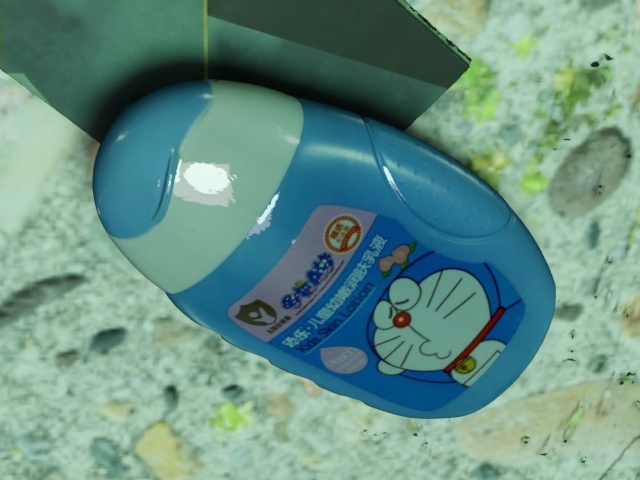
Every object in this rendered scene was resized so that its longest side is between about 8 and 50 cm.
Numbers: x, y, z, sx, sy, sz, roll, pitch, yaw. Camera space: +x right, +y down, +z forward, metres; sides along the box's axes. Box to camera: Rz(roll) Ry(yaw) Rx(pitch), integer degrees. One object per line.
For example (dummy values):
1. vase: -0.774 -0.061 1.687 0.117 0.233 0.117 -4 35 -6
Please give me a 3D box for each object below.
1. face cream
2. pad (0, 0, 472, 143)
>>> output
1. face cream: 0.000 0.000 0.978 0.264 0.083 0.149 28 110 -29
2. pad: -0.058 -0.103 0.951 0.164 0.004 0.243 -44 122 16
